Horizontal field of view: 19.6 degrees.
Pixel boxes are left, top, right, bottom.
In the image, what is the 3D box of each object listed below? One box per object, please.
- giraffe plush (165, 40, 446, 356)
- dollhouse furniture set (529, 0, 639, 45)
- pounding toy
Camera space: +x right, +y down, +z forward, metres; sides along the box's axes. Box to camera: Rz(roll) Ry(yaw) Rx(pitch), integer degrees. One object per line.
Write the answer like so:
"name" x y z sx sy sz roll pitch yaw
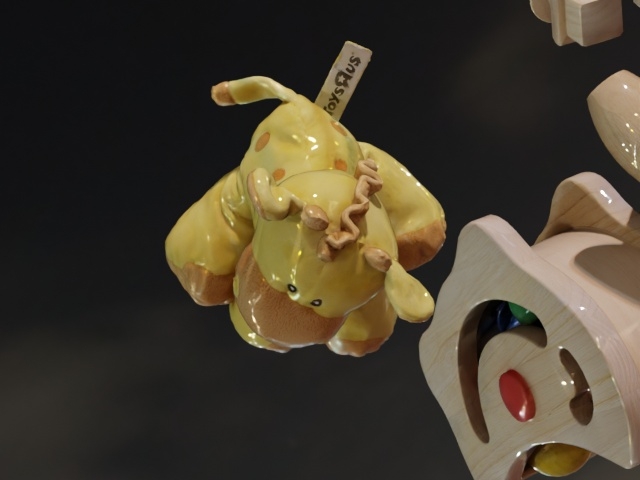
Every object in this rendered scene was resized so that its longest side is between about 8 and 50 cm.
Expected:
"giraffe plush" 0.000 0.000 1.148 0.170 0.181 0.210 -101 19 -66
"dollhouse furniture set" 0.229 -0.329 1.338 0.356 0.174 0.303 -19 -58 -16
"pounding toy" 0.168 0.041 0.977 0.155 0.154 0.269 -24 -25 -22
